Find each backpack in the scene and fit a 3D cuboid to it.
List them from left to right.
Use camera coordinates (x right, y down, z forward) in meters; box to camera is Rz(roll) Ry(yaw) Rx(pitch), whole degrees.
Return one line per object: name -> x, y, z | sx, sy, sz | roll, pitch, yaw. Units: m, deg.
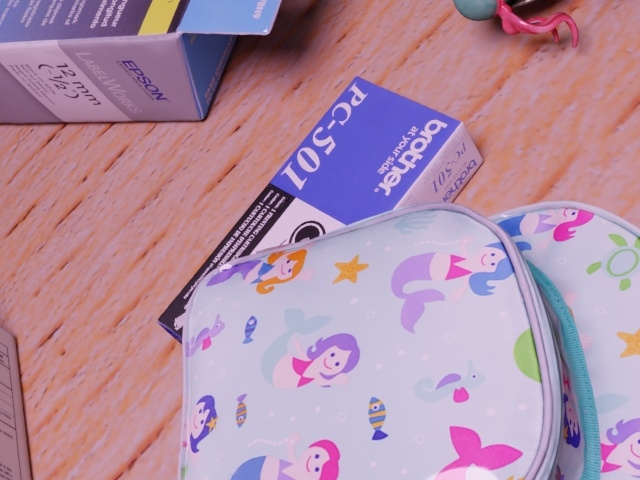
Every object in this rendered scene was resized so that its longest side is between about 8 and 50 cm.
backpack -> 0.062, 0.097, 0.487 | 0.253, 0.191, 0.225 | -14, 52, 16

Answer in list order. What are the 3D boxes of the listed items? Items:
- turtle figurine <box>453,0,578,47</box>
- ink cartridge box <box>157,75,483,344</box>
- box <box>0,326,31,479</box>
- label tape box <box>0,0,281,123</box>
turtle figurine -> 0.133, -0.217, 0.702 | 0.175, 0.118, 0.234 | 22, 56, 24
ink cartridge box -> 0.000, 0.000, 0.676 | 0.097, 0.046, 0.207 | 31, 77, 40
box -> -0.275, 0.143, 0.670 | 0.127, 0.148, 0.232 | -31, 47, 10
label tape box -> -0.125, -0.221, 0.863 | 0.347, 0.115, 0.249 | 4, 62, 30
